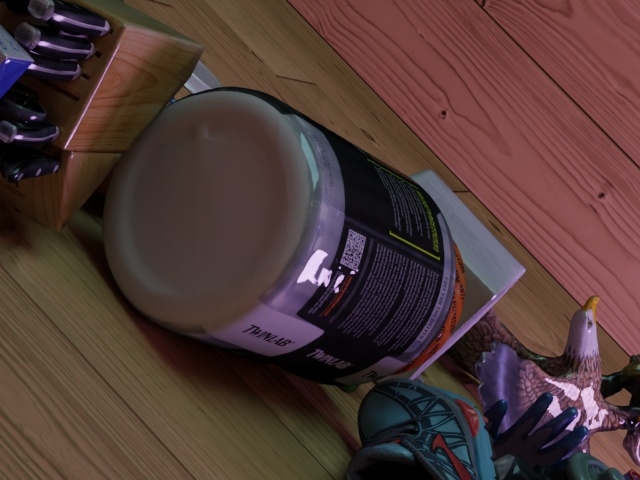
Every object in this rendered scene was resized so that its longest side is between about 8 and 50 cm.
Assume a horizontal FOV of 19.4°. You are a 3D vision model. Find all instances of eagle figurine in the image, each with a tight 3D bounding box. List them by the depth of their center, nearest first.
[{"bbox_3d":[0.249,0.159,2.076,0.298,0.225,0.226,7,-17,-23],"label":"eagle figurine"}]

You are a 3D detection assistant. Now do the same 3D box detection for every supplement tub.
[{"bbox_3d":[-0.015,0.009,1.505,0.193,0.193,0.316,51,13,30],"label":"supplement tub"}]

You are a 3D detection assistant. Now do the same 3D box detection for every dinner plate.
[{"bbox_3d":[-0.153,-0.202,2.243,0.141,0.017,0.141,42,11,-10],"label":"dinner plate"}]

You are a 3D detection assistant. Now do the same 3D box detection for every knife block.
[{"bbox_3d":[-0.168,-0.136,1.273,0.088,0.242,0.276,30,52,8],"label":"knife block"}]

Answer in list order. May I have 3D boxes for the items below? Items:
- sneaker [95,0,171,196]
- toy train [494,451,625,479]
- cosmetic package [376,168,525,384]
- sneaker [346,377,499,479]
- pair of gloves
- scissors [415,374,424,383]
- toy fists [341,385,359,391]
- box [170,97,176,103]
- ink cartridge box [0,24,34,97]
[{"bbox_3d":[-0.219,-0.156,1.570,0.314,0.116,0.136,52,14,31],"label":"sneaker"},{"bbox_3d":[0.248,0.319,1.532,0.334,0.142,0.190,45,23,-10],"label":"toy train"},{"bbox_3d":[0.090,0.038,1.867,0.151,0.151,0.183,46,17,6],"label":"cosmetic package"},{"bbox_3d":[0.074,0.176,1.466,0.125,0.104,0.262,35,14,-31],"label":"sneaker"},{"bbox_3d":[0.201,0.223,1.627,0.198,0.159,0.023,41,31,-9],"label":"pair of gloves"},{"bbox_3d":[0.033,0.042,2.017,0.297,0.021,0.109,48,11,18],"label":"scissors"},{"bbox_3d":[0.000,0.000,1.729,0.279,0.142,0.096,49,12,16],"label":"toy fists"},{"bbox_3d":[-0.151,-0.089,1.693,0.109,0.042,0.178,8,33,-49],"label":"box"},{"bbox_3d":[-0.279,-0.146,1.124,0.207,0.097,0.046,46,11,8],"label":"ink cartridge box"}]
